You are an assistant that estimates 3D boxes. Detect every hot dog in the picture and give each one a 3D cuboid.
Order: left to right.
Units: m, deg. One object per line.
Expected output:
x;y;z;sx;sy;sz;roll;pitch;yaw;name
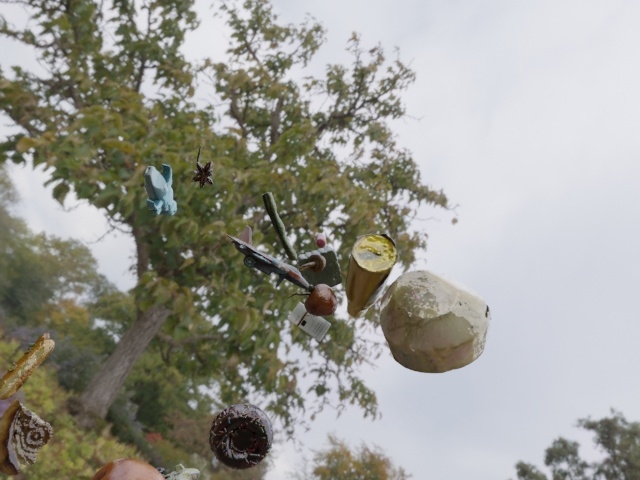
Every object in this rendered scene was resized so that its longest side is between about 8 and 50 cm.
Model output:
-0.994;0.424;1.821;0.072;0.269;0.109;39;-30;-11;hot dog

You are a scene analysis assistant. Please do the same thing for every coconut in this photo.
0.359;0.258;1.702;0.352;0.352;0.353;26;-34;20;coconut

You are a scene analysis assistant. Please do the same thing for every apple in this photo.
-0.480;0.648;1.291;0.206;0.251;0.272;58;2;-7;apple

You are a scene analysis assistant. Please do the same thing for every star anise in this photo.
-0.524;-0.325;2.411;0.070;0.097;0.191;-119;-148;-66;star anise

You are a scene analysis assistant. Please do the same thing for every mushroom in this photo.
-0.038;0.108;2.394;0.073;0.129;0.088;52;16;-79;mushroom

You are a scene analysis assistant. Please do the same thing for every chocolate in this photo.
0.171;0.152;1.976;0.162;0.162;0.445;30;-30;15;chocolate

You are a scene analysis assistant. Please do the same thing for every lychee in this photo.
-0.012;0.193;1.740;0.140;0.101;0.114;22;-66;-23;lychee

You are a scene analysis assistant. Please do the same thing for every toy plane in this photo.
-0.478;0.711;1.525;0.108;0.286;0.092;177;-100;-71;toy plane
-0.173;0.079;1.798;0.326;0.104;0.223;41;-5;1;toy plane

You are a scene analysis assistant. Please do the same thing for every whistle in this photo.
-0.603;-0.177;2.025;0.093;0.186;0.274;9;-30;5;whistle

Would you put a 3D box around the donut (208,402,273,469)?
-0.276;0.695;1.906;0.235;0.235;0.089;44;-9;-8;donut

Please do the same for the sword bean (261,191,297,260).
-0.146;-0.047;1.949;0.043;0.038;0.269;-8;-71;48;sword bean

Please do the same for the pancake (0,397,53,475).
-1.092;0.719;1.956;0.056;0.212;0.257;4;-46;35;pancake

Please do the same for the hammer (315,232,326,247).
0.000;0.000;2.033;0.043;0.043;0.083;51;8;-18;hammer

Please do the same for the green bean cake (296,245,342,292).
-0.006;0.135;2.506;0.094;0.183;0.185;-135;-152;-69;green bean cake

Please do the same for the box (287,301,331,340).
-0.045;0.321;2.148;0.154;0.084;0.040;36;-10;-1;box
